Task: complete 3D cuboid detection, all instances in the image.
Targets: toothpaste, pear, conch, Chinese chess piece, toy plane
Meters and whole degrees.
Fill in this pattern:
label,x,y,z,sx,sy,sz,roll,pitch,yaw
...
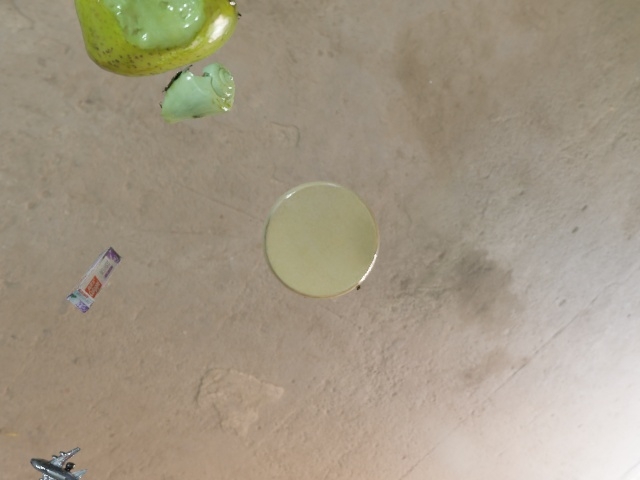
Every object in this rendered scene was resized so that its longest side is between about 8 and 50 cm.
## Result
label,x,y,z,sx,sy,sz,roll,pitch,yaw
toothpaste,-0.454,0.075,0.900,0.040,0.196,0.047,-36,113,6
pear,-0.310,-0.410,0.755,0.292,0.159,0.293,-3,112,-8
conch,-0.357,-0.415,1.241,0.250,0.143,0.137,-8,104,9
Chinese chess piece,0.000,0.000,0.998,0.273,0.102,0.274,0,91,0
toy plane,-0.375,0.329,0.625,0.031,0.083,0.079,77,33,-63
